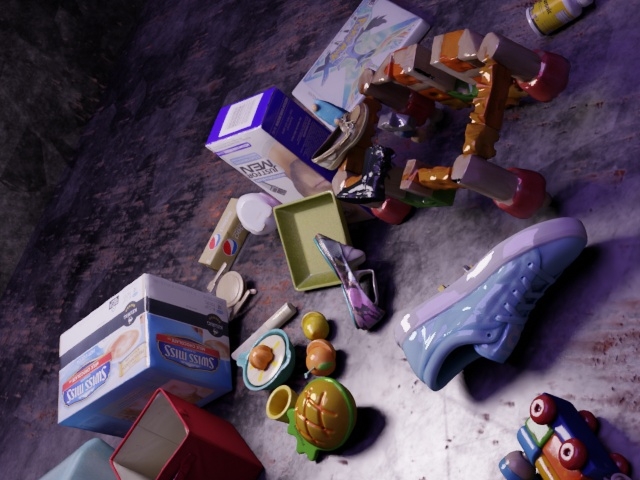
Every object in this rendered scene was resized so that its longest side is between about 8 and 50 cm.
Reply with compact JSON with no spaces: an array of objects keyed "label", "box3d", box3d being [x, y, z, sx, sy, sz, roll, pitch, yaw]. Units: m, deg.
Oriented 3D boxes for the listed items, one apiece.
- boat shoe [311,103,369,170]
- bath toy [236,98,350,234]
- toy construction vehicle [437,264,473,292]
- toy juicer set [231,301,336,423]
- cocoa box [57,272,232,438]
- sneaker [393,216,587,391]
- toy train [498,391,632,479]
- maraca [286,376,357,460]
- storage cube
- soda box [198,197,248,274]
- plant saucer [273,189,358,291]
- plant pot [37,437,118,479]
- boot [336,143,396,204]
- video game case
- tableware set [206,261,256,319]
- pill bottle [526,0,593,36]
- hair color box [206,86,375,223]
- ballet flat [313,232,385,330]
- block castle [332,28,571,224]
[{"label":"boat shoe","box3d":[0.040,-0.202,1.850,0.153,0.048,0.056,-52,34,31]},{"label":"bath toy","box3d":[-0.047,-0.154,2.183,0.348,0.151,0.129,-50,-5,13]},{"label":"toy construction vehicle","box3d":[0.249,0.085,1.675,0.086,0.035,0.098,-49,34,11]},{"label":"toy juicer set","box3d":[-0.083,0.213,1.942,0.209,0.089,0.329,-55,32,2]},{"label":"cocoa box","box3d":[-0.392,0.269,2.131,0.347,0.231,0.228,-33,50,34]},{"label":"sneaker","box3d":[0.292,0.115,1.538,0.366,0.135,0.150,-41,56,25]},{"label":"toy train","box3d":[0.338,0.335,1.296,0.143,0.105,0.248,-56,32,20]},{"label":"maraca","box3d":[-0.002,0.322,1.737,0.185,0.099,0.127,-48,58,39]},{"label":"storage cube","box3d":[-0.264,0.435,1.888,0.183,0.193,0.215,-56,32,1]},{"label":"soda box","box3d":[-0.222,-0.011,2.341,0.061,0.058,0.181,10,70,55]},{"label":"plant saucer","box3d":[0.000,0.000,1.991,0.188,0.045,0.188,-14,92,46]},{"label":"plant pot","box3d":[-0.495,0.569,2.039,0.247,0.248,0.252,-38,21,26]},{"label":"boot","box3d":[0.083,-0.119,1.736,0.121,0.045,0.099,-3,73,51]},{"label":"video game case","box3d":[0.088,-0.432,2.326,0.329,0.036,0.300,-51,33,7]},{"label":"tableware set","box3d":[-0.227,0.159,2.218,0.194,0.039,0.128,-55,48,12]},{"label":"pill bottle","box3d":[0.457,-0.444,1.837,0.116,0.065,0.065,-28,42,35]},{"label":"hair color box","box3d":[-0.045,-0.159,1.981,0.185,0.339,0.110,-11,53,48]},{"label":"ballet flat","box3d":[0.063,0.068,1.862,0.079,0.077,0.221,-29,64,4]},{"label":"block castle","box3d":[0.241,-0.191,1.775,0.453,0.213,0.303,-2,72,59]}]
